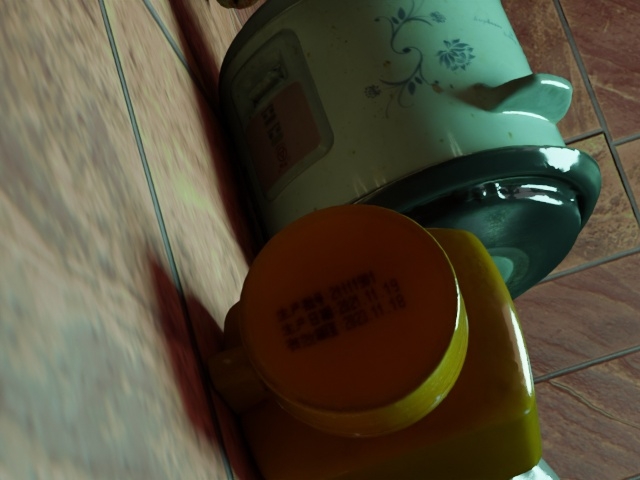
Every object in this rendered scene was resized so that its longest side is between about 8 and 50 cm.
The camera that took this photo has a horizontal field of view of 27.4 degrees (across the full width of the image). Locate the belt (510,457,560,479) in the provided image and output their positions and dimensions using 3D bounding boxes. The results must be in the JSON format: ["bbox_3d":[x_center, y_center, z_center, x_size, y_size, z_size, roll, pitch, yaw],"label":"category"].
[{"bbox_3d":[0.072,0.156,0.886,0.124,0.128,0.201,46,0,-26],"label":"belt"}]

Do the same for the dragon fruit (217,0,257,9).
[{"bbox_3d":[-0.083,-0.347,1.215,0.295,0.130,0.268,-102,173,-62],"label":"dragon fruit"}]

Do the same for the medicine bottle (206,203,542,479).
[{"bbox_3d":[0.032,0.069,0.686,0.222,0.149,0.112,64,8,-66],"label":"medicine bottle"}]

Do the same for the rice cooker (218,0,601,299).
[{"bbox_3d":[0.063,-0.058,1.031,0.264,0.316,0.317,7,59,-46],"label":"rice cooker"}]
